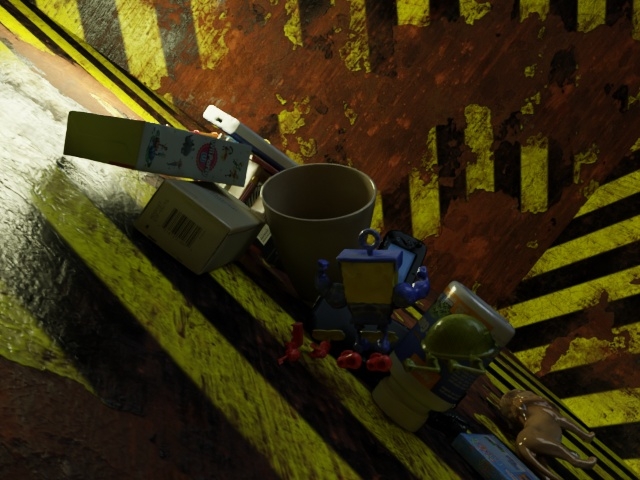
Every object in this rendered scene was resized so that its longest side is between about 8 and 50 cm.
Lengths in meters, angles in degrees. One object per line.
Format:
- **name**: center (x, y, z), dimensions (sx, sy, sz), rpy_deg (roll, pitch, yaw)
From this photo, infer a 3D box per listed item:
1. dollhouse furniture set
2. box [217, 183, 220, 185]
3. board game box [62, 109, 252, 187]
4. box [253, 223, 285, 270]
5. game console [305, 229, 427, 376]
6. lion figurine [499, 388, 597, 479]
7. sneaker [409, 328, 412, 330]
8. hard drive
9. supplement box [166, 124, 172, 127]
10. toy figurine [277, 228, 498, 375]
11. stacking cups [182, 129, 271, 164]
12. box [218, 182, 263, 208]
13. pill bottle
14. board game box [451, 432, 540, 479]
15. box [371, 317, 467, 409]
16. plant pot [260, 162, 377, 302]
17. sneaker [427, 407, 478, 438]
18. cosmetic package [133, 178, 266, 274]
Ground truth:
- **dollhouse furniture set**: center (-0.212, -0.130, 1.690), dimensions (0.152, 0.201, 0.374), rpy_deg (33, 2, -28)
- **box**: center (-0.304, -0.207, 2.042), dimensions (0.102, 0.101, 0.087), rpy_deg (41, 8, 14)
- **board game box**: center (-0.324, -0.185, 1.325), dimensions (0.224, 0.097, 0.303), rpy_deg (15, 8, 33)
- **box**: center (-0.093, 0.013, 1.719), dimensions (0.158, 0.093, 0.156), rpy_deg (30, 10, -38)
- **game console**: center (0.120, 0.111, 1.404), dimensions (0.213, 0.361, 0.044), rpy_deg (31, -36, -1)
- **lion figurine**: center (0.566, 0.504, 1.661), dimensions (0.240, 0.142, 0.392), rpy_deg (32, 10, 15)
- **sneaker**: center (0.331, 0.307, 1.891), dimensions (0.083, 0.098, 0.224), rpy_deg (33, 9, -33)
- **hard drive**: center (-0.134, -0.222, 1.656), dimensions (0.318, 0.040, 0.210), rpy_deg (33, 2, -37)
- **supplement box**: center (-0.436, -0.267, 1.801), dimensions (0.036, 0.098, 0.062), rpy_deg (31, 10, -21)
- **toy figurine**: center (0.106, 0.089, 1.084), dimensions (0.362, 0.217, 0.191), rpy_deg (0, 5, 18)
- **stacking cups**: center (-0.298, -0.275, 1.946), dimensions (0.316, 0.096, 0.096), rpy_deg (2, 30, -40)
- **box**: center (-0.172, -0.108, 1.962), dimensions (0.275, 0.113, 0.094), rpy_deg (37, 6, -19)
- **pill bottle**: center (0.223, 0.223, 1.225), dimensions (0.152, 0.272, 0.152), rpy_deg (38, 7, -6)
- **board game box**: center (0.373, 0.468, 1.341), dimensions (0.160, 0.039, 0.211), rpy_deg (42, 8, 35)
- **box**: center (0.174, 0.257, 1.567), dimensions (0.293, 0.073, 0.295), rpy_deg (31, 10, -35)
- **plant pot**: center (0.000, 0.000, 1.503), dimensions (0.256, 0.274, 0.256), rpy_deg (-1, 35, 1)
- **sneaker**: center (0.273, 0.379, 1.367), dimensions (0.089, 0.051, 0.170), rpy_deg (36, 3, 28)
- **cosmetic package**: center (-0.229, -0.034, 1.307), dimensions (0.160, 0.113, 0.309), rpy_deg (37, 8, 2)
